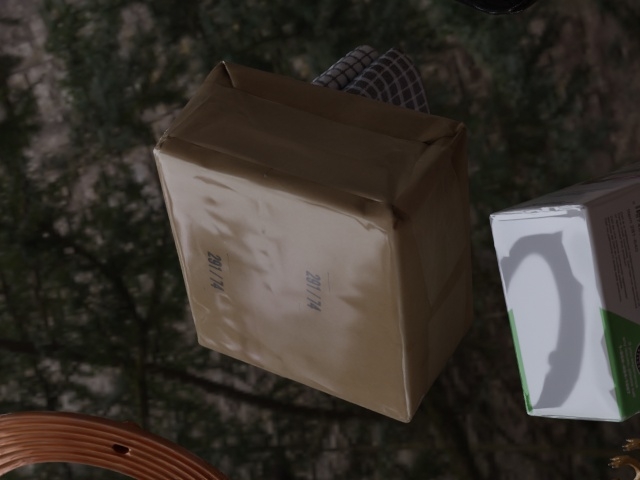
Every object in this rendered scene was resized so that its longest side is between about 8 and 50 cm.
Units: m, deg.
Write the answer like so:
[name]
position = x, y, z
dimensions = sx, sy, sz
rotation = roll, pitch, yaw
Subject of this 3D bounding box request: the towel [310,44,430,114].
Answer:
[towel]
position = 0.052, -0.074, 1.690
dimensions = 0.235, 0.121, 0.283
rotation = -45, -49, -36

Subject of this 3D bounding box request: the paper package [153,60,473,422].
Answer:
[paper package]
position = 0.000, 0.000, 1.454
dimensions = 0.168, 0.309, 0.325
rotation = -53, -31, -34

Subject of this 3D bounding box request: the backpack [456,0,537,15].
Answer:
[backpack]
position = 0.135, -0.406, 1.217
dimensions = 0.290, 0.355, 0.273
rotation = 39, -137, 11

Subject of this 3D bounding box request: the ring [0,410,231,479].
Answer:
[ring]
position = -0.201, 0.267, 1.234
dimensions = 0.336, 0.337, 0.032
rotation = 54, -148, -28

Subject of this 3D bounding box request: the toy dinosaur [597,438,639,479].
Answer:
[toy dinosaur]
position = 0.425, 0.311, 1.703
dimensions = 0.112, 0.211, 0.064
rotation = 63, -160, -10

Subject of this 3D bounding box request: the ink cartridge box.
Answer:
[ink cartridge box]
position = 0.308, 0.036, 1.303
dimensions = 0.278, 0.117, 0.201
rotation = -18, -81, -43
